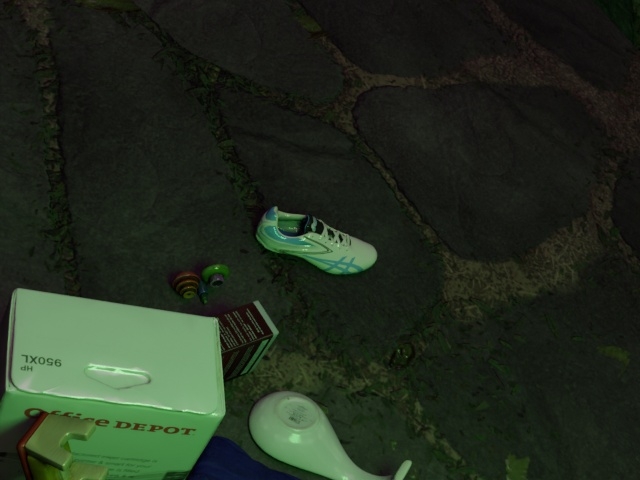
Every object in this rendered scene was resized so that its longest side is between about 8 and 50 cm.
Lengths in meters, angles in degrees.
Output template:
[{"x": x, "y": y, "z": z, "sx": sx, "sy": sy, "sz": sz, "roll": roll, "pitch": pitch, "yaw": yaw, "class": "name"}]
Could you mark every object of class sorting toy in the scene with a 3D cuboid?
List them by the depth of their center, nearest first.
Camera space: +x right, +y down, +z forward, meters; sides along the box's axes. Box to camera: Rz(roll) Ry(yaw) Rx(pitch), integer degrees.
[{"x": -0.202, "y": 0.078, "z": 2.243, "sx": 0.102, "sy": 0.061, "sz": 0.042, "roll": -11, "pitch": 58, "yaw": -7, "class": "sorting toy"}]

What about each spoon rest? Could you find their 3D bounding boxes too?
[{"x": 0.009, "y": 0.339, "z": 2.141, "sx": 0.276, "sy": 0.084, "sz": 0.137, "roll": 27, "pitch": 43, "yaw": 13, "class": "spoon rest"}]

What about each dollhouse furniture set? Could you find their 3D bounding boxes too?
[{"x": -0.365, "y": 0.409, "z": 1.655, "sx": 0.152, "sy": 0.374, "sz": 0.201, "roll": 10, "pitch": 41, "yaw": 20, "class": "dollhouse furniture set"}]

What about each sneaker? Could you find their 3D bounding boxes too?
[{"x": 0.000, "y": 0.000, "z": 2.395, "sx": 0.237, "sy": 0.086, "sz": 0.085, "roll": 15, "pitch": 47, "yaw": -18, "class": "sneaker"}]

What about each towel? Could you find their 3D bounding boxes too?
[{"x": -0.105, "y": 0.415, "z": 1.925, "sx": 0.228, "sy": 0.076, "sz": 0.308, "roll": 28, "pitch": 15, "yaw": 1, "class": "towel"}]

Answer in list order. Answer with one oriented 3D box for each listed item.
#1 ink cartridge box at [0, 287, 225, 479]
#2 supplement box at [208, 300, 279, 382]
[{"x": -0.327, "y": 0.256, "z": 1.798, "sx": 0.285, "sy": 0.395, "sz": 0.166, "roll": 10, "pitch": 49, "yaw": -21, "class": "ink cartridge box"}, {"x": -0.198, "y": 0.189, "z": 2.106, "sx": 0.239, "sy": 0.130, "sz": 0.073, "roll": -18, "pitch": 64, "yaw": -38, "class": "supplement box"}]
